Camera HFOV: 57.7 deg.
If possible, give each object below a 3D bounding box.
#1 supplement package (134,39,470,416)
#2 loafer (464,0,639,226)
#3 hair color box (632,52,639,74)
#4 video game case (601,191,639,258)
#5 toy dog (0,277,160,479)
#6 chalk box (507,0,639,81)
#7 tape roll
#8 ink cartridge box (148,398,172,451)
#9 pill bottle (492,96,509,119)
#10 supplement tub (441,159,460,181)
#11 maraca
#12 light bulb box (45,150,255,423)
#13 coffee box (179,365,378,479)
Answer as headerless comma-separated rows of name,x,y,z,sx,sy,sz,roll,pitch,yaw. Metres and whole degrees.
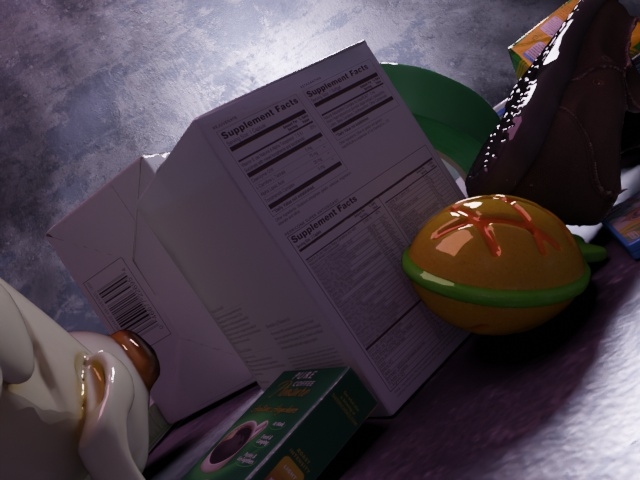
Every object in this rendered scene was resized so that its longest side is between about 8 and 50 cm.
supplement package,0.000,0.000,0.549,0.198,0.262,0.199,-36,4,-33
loafer,0.265,-0.131,0.597,0.365,0.130,0.133,-53,-5,-35
hair color box,0.523,-0.256,0.634,0.347,0.105,0.174,-35,2,-9
video game case,0.303,-0.046,0.442,0.166,0.015,0.119,-32,3,20
toy dog,-0.339,0.177,0.595,0.284,0.395,0.408,-47,-30,-6
chalk box,0.375,-0.213,0.822,0.132,0.132,0.213,-38,-37,9
tape roll,0.082,-0.088,0.768,0.321,0.321,0.077,-31,40,48
ink cartridge box,-0.294,0.300,0.952,0.171,0.056,0.235,-33,5,22
pill bottle,0.363,-0.191,1.026,0.078,0.137,0.078,-35,2,2
supplement tub,0.111,-0.056,1.016,0.272,0.191,0.191,-34,3,13
maraca,0.140,0.013,0.438,0.127,0.099,0.186,21,26,37
light bulb box,-0.181,0.041,0.992,0.225,0.357,0.361,-30,3,22
coffee box,-0.051,0.165,0.409,0.184,0.040,0.113,-43,8,-32
